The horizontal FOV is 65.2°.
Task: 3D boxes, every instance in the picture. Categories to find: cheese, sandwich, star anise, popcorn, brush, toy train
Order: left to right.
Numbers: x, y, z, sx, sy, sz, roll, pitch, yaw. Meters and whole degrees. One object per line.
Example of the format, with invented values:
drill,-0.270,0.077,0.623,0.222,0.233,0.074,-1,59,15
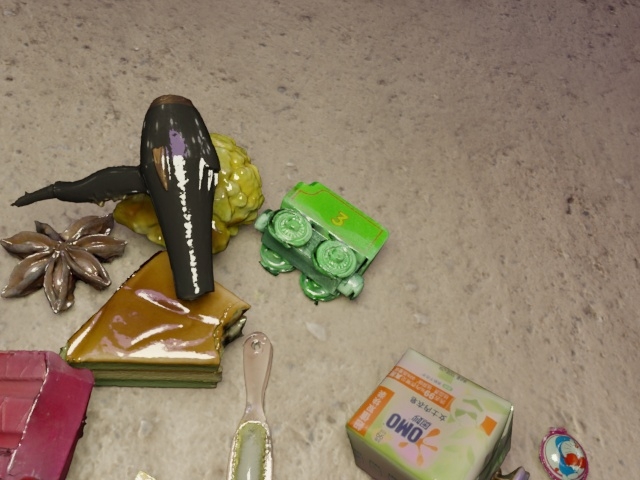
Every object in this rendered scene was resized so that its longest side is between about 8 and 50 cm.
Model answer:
star anise,-0.447,0.040,0.877,0.212,0.073,0.197,-5,56,-13
sandwich,-0.243,0.167,0.791,0.198,0.155,0.227,33,57,9
popcorn,-0.240,-0.079,0.910,0.237,0.206,0.251,32,49,24
brush,-0.106,0.287,0.805,0.072,0.067,0.313,6,55,-8
toy train,0.000,0.000,0.972,0.243,0.132,0.188,35,53,7
cheese,0.426,0.398,0.866,0.095,0.038,0.145,6,56,-9

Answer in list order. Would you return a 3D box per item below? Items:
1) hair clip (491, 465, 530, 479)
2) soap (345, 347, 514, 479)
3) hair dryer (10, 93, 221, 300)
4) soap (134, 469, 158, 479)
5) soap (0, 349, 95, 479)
hair clip,0.237,0.465,0.761,0.106,0.084,0.292,46,60,-11
soap,0.171,0.304,0.776,0.199,0.138,0.182,24,53,35
hair dryer,-0.319,-0.048,0.774,0.359,0.120,0.304,-7,87,13
soap,-0.152,0.407,0.698,0.252,0.092,0.037,29,59,6
soap,-0.444,0.232,0.673,0.249,0.099,0.162,-3,63,21
